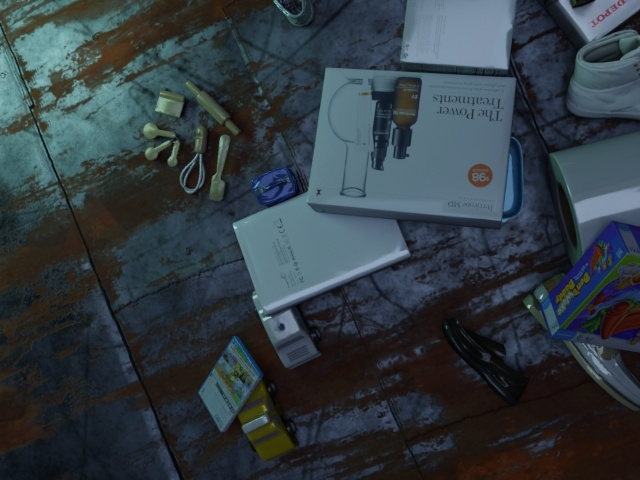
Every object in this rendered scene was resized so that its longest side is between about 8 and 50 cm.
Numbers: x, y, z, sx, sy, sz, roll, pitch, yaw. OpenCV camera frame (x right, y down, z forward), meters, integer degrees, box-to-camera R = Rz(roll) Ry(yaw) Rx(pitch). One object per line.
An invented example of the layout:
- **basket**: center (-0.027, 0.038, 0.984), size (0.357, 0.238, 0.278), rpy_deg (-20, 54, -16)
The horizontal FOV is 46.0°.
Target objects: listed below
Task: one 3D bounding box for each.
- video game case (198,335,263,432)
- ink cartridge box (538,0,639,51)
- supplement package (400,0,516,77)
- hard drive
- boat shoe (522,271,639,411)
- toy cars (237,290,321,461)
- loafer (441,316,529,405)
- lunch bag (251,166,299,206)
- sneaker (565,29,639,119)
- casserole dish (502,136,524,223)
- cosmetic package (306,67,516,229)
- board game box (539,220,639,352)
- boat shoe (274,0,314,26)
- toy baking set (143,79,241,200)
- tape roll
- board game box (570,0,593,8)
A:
- **video game case**: center (-0.191, 0.303, 1.590), size (0.166, 0.015, 0.119), rpy_deg (-57, 49, 20)
- **ink cartridge box**: center (0.505, -0.528, 1.443), size (0.198, 0.115, 0.273), rpy_deg (-37, 86, 10)
- **supplement package**: center (0.270, -0.420, 1.468), size (0.203, 0.149, 0.194), rpy_deg (7, 93, 9)
- **hard drive**: center (0.000, 0.000, 1.552), size (0.318, 0.040, 0.210), rpy_deg (-23, 74, 6)
- **boat shoe**: center (0.535, 0.195, 1.462), size (0.103, 0.113, 0.302), rpy_deg (-45, 84, 14)
- **toy cars**: center (-0.101, 0.277, 1.585), size (0.176, 0.087, 0.394), rpy_deg (14, 94, 9)
- **loafer**: center (0.334, 0.230, 1.522), size (0.078, 0.080, 0.220), rpy_deg (-43, 90, -1)
- **lunch bag**: center (-0.091, -0.113, 1.582), size (0.098, 0.065, 0.067), rpy_deg (-23, 88, 10)
- **sneaker**: center (0.613, -0.306, 1.393), size (0.292, 0.169, 0.108), rpy_deg (-2, 62, 11)
- **casserole dish**: center (0.350, -0.125, 1.522), size (0.114, 0.037, 0.188), rpy_deg (-2, 91, 10)
- **cosmetic package**: center (0.179, -0.183, 1.484), size (0.377, 0.097, 0.284), rpy_deg (5, 83, 13)
- **board game box**: center (0.605, 0.100, 1.335), size (0.347, 0.078, 0.233), rpy_deg (11, 135, -15)
- **boat shoe**: center (-0.087, -0.550, 1.559), size (0.079, 0.081, 0.227), rpy_deg (-32, 87, 9)
- **toy baking set**: center (-0.269, -0.214, 1.631), size (0.256, 0.030, 0.197), rpy_deg (41, 101, 6)
- **tape roll**: center (0.534, -0.065, 1.388), size (0.169, 0.246, 0.246), rpy_deg (-13, 90, 10)
- **board game box**: center (0.449, -0.511, 1.323), size (0.048, 0.141, 0.170), rpy_deg (-18, 88, 11)
